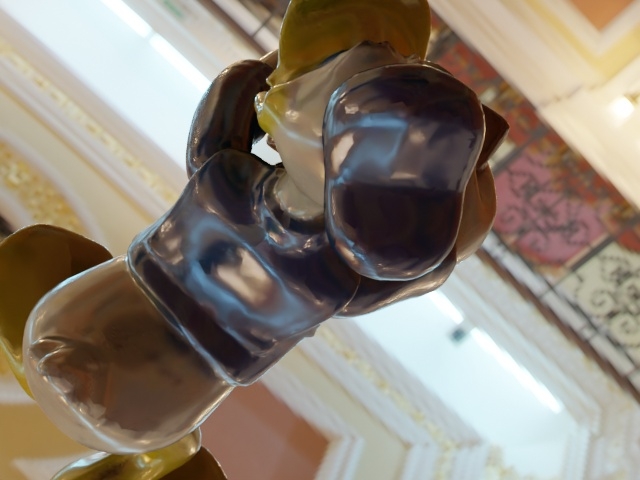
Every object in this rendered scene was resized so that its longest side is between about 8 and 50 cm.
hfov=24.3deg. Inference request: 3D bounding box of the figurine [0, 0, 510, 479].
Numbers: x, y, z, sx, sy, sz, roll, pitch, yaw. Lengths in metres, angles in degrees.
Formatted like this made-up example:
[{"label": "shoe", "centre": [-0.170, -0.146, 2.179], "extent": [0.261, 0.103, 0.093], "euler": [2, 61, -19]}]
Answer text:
[{"label": "figurine", "centre": [0.000, 0.000, 0.679], "extent": [0.283, 0.338, 0.204], "euler": [-38, -90, -29]}]
